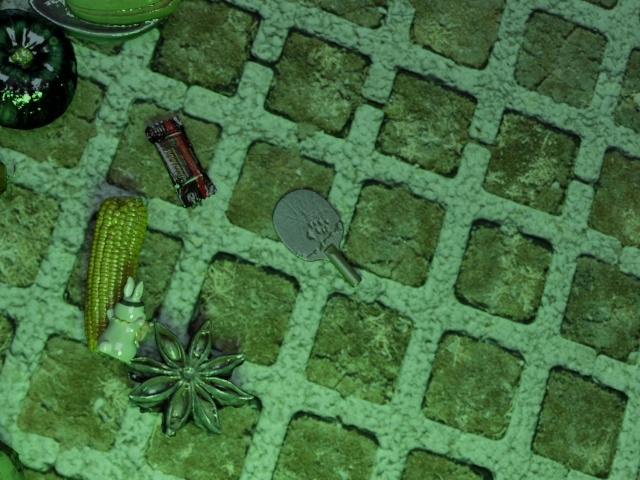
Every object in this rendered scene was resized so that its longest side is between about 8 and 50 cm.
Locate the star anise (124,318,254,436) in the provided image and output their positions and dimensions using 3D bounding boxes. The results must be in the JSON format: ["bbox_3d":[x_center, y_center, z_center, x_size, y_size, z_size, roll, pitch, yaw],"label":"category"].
[{"bbox_3d":[-0.255,0.267,1.884,0.236,0.109,0.223,42,62,4],"label":"star anise"}]

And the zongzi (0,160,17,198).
[{"bbox_3d":[-0.688,-0.140,1.795,0.247,0.241,0.111,7,79,-10],"label":"zongzi"}]

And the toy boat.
[{"bbox_3d":[-0.406,-0.467,1.911,0.276,0.293,0.111,6,80,-26],"label":"toy boat"}]

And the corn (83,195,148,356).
[{"bbox_3d":[-0.397,0.066,1.893,0.101,0.102,0.313,9,79,-9],"label":"corn"}]

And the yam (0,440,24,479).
[{"bbox_3d":[-0.611,0.493,1.735,0.195,0.195,0.300,-8,83,-12],"label":"yam"}]

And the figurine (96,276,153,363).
[{"bbox_3d":[-0.356,0.148,1.832,0.081,0.098,0.146,19,75,7],"label":"figurine"}]

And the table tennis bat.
[{"bbox_3d":[0.000,0.000,2.024,0.131,0.022,0.234,-39,87,-15],"label":"table tennis bat"}]

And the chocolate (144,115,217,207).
[{"bbox_3d":[-0.281,-0.159,1.990,0.086,0.028,0.183,-29,88,-22],"label":"chocolate"}]

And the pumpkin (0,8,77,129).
[{"bbox_3d":[-0.576,-0.323,1.889,0.233,0.163,0.233,5,75,-21],"label":"pumpkin"}]
